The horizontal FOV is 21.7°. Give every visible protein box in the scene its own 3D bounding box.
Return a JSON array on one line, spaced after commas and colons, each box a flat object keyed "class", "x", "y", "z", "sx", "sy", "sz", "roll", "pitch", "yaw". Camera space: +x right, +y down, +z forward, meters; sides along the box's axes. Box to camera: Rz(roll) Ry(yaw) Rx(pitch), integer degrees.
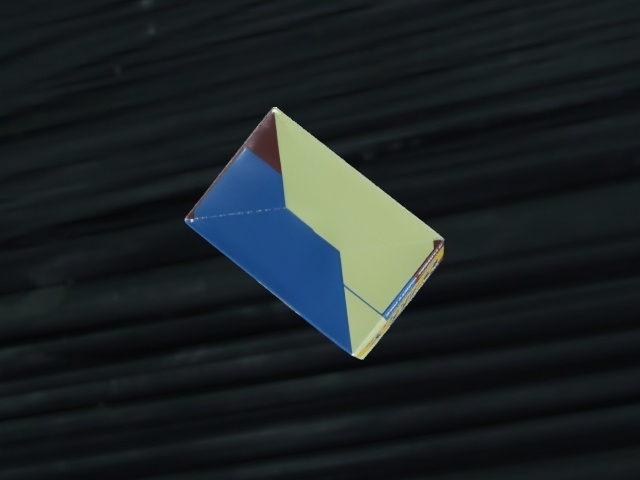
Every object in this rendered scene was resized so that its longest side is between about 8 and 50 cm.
[{"class": "protein box", "x": 0.000, "y": 0.000, "z": 1.586, "sx": 0.200, "sy": 0.136, "sz": 0.201, "roll": 38, "pitch": -1, "yaw": 6}]
